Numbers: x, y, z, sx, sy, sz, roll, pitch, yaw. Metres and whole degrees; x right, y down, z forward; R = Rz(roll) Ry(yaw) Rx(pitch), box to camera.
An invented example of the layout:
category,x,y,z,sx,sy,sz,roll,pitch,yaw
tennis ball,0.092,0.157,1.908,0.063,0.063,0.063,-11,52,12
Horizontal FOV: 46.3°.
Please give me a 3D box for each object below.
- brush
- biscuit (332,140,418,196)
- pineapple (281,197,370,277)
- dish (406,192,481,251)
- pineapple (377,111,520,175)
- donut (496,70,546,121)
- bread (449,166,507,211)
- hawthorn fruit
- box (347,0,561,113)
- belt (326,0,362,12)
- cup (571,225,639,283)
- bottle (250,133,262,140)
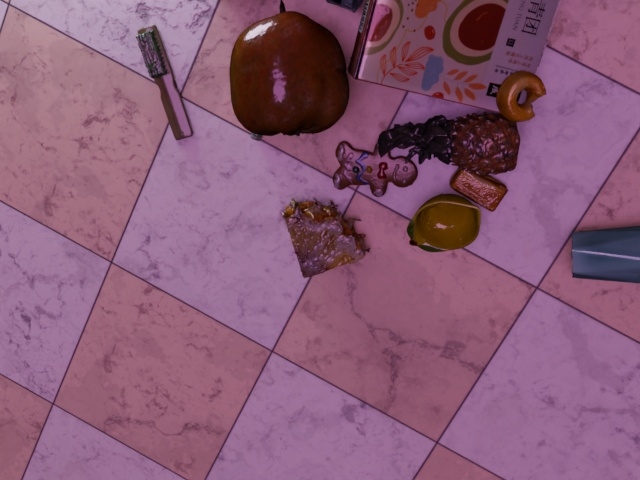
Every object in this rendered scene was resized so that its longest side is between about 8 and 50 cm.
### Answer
category,x,y,z,sx,sy,sz,roll,pitch,yaw
brush,-0.386,-0.387,1.849,0.054,0.048,0.283,-14,104,18
biscuit,0.133,-0.173,1.807,0.204,0.031,0.138,9,107,8
pineapple,0.000,0.000,1.841,0.236,0.114,0.186,34,109,-2
dish,0.296,-0.053,1.768,0.207,0.080,0.149,-26,117,39
pineapple,0.285,-0.224,1.691,0.309,0.170,0.141,2,121,3
donut,0.423,-0.302,1.577,0.097,0.043,0.108,16,106,-11
bread,0.370,-0.125,1.758,0.132,0.053,0.074,28,113,3
hawthorn fruit,-0.076,-0.383,1.667,0.267,0.268,0.301,-6,103,13
box,0.286,-0.478,1.586,0.385,0.122,0.345,12,110,-7
belt,0.068,-0.584,1.627,0.078,0.198,0.151,21,71,6
cup,0.692,0.033,1.700,0.235,0.134,0.148,-2,132,21
bottle,-0.146,-0.286,1.833,0.030,0.030,0.083,26,110,4
